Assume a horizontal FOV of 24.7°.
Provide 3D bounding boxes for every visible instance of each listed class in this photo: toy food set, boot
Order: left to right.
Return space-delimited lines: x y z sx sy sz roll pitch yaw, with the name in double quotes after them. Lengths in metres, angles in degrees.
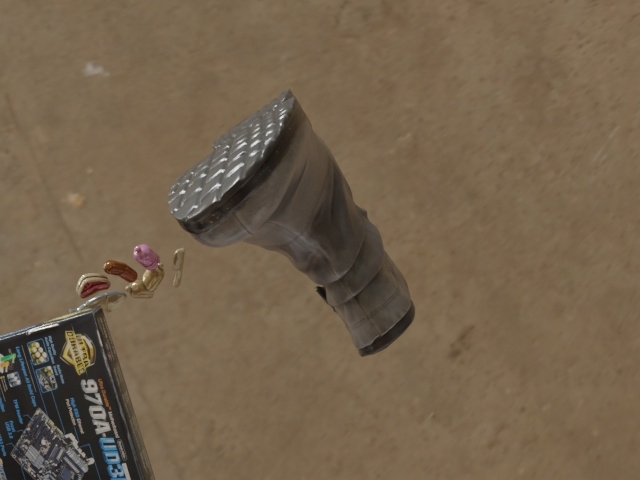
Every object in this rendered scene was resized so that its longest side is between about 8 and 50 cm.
-0.198 0.037 1.477 0.019 0.122 0.078 54 147 34 "toy food set"
0.000 0.000 1.180 0.118 0.338 0.223 -32 98 14 "boot"

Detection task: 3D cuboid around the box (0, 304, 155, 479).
-0.248 0.187 1.296 0.175 0.051 0.220 -17 93 3 "box"
